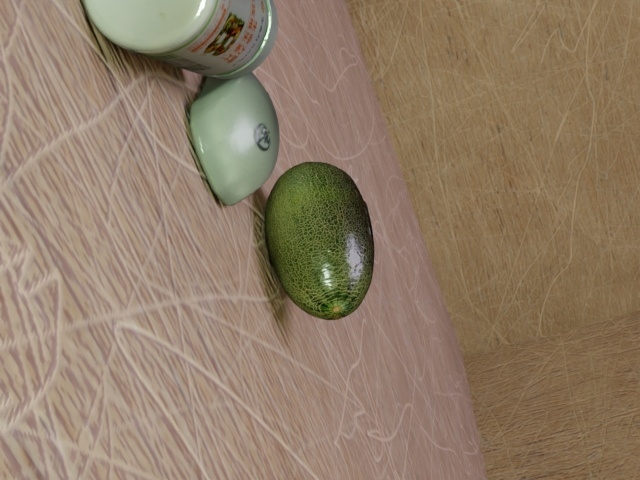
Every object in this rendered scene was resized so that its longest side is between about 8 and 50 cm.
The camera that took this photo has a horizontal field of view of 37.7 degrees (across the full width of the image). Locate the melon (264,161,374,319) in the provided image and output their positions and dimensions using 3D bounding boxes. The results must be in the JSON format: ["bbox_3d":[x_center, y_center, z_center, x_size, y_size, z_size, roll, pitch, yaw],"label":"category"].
[{"bbox_3d":[0.000,0.000,0.834,0.099,0.099,0.162,62,14,-50],"label":"melon"}]

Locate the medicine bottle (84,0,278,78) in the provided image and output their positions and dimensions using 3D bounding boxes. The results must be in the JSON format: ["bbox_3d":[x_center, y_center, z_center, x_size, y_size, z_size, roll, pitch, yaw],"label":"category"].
[{"bbox_3d":[-0.087,-0.159,0.633,0.183,0.086,0.086,-28,101,-79],"label":"medicine bottle"}]

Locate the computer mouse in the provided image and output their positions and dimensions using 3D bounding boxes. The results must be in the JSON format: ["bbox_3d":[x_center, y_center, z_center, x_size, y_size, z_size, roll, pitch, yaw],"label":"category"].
[{"bbox_3d":[-0.062,-0.098,0.770,0.181,0.056,0.089,-89,165,-61],"label":"computer mouse"}]
